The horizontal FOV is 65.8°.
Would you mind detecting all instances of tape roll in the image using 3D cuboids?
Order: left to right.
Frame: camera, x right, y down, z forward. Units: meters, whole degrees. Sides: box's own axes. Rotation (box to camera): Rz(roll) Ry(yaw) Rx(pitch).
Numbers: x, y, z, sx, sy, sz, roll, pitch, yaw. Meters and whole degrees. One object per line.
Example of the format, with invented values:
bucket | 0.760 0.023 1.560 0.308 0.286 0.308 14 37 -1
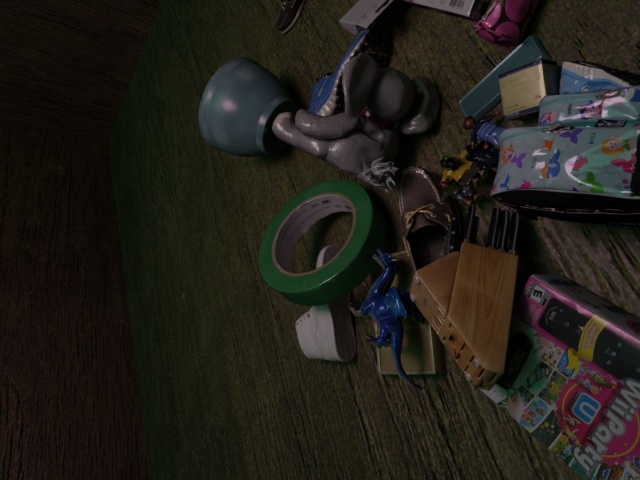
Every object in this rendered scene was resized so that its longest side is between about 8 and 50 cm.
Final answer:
tape roll | 0.000 0.000 1.199 0.322 0.077 0.321 -22 46 25

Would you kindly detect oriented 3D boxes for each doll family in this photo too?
doll family | 0.290 -0.159 0.951 0.193 0.076 0.111 -48 46 0

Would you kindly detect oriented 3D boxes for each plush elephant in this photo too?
plush elephant | 0.098 -0.274 1.086 0.330 0.272 0.255 38 105 51

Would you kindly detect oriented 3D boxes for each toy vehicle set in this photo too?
toy vehicle set | 0.186 0.158 1.088 0.166 0.035 0.266 -18 71 51

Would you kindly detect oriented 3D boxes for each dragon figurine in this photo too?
dragon figurine | 0.154 0.147 1.011 0.144 0.085 0.289 -41 52 18

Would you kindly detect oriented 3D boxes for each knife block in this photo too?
knife block | 0.288 0.074 0.833 0.275 0.242 0.088 58 166 31

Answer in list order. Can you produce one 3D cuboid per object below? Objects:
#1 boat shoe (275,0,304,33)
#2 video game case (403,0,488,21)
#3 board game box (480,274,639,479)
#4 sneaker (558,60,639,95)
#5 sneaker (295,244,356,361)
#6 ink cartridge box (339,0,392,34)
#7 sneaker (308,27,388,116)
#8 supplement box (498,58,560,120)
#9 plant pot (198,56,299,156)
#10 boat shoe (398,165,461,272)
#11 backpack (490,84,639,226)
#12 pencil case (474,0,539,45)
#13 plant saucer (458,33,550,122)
boat shoe | -0.089 -0.757 1.546 0.227 0.069 0.081 -48 50 38
video game case | 0.292 -0.592 1.045 0.232 0.042 0.210 45 121 46
board game box | 0.412 0.218 0.735 0.303 0.098 0.223 39 117 47
sneaker | 0.452 -0.235 0.789 0.162 0.064 0.073 -129 38 -48
sneaker | -0.005 0.166 1.280 0.169 0.108 0.292 -16 74 47
ink cartridge box | 0.135 -0.551 1.173 0.145 0.045 0.179 -44 35 7
sneaker | 0.045 -0.401 1.274 0.330 0.130 0.147 -54 49 34
supplement box | 0.370 -0.263 0.873 0.083 0.056 0.083 -7 93 53
plant pot | -0.190 -0.373 1.486 0.196 0.293 0.292 30 111 23
boat shoe | 0.220 -0.014 0.989 0.117 0.097 0.324 -19 69 23
backpack | 0.383 -0.108 0.709 0.254 0.225 0.190 0 84 51
pencil case | 0.359 -0.465 0.893 0.095 0.098 0.209 -128 55 -63
plant saucer | 0.346 -0.307 0.958 0.192 0.018 0.067 -43 53 42
